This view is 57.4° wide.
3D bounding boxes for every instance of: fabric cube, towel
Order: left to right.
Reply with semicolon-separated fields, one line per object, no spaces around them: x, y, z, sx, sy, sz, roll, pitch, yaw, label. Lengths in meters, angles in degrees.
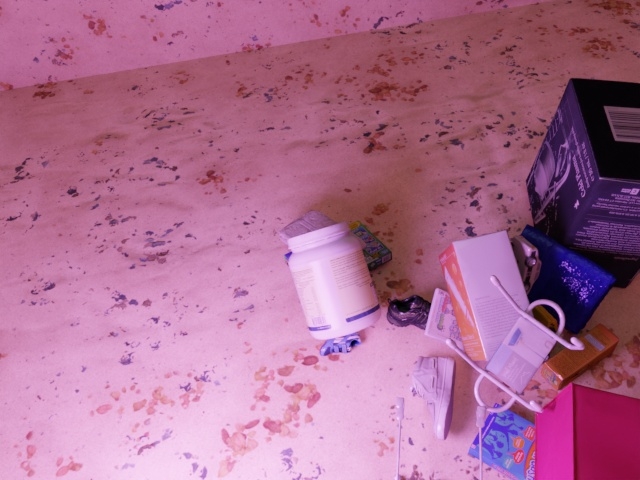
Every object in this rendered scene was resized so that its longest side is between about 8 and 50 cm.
0.000;0.000;2.062;0.187;0.049;0.282;-34;50;-25;towel
0.700;0.121;1.783;0.308;0.227;0.076;35;29;27;towel
0.689;0.531;1.419;0.258;0.259;0.254;11;58;4;fabric cube

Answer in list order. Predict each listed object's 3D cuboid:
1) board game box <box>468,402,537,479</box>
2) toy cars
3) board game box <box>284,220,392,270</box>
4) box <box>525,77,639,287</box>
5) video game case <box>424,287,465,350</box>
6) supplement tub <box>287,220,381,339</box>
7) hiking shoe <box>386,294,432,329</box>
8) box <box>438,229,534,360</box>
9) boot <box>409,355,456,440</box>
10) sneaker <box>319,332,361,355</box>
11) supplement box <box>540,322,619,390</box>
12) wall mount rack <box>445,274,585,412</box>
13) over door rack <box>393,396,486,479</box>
0.534;0.564;1.585;0.210;0.047;0.160;27;58;25;board game box
0.639;0.174;1.736;0.087;0.176;0.393;-12;84;-16;toy cars
0.061;0.060;2.056;0.317;0.046;0.213;-26;46;-19;board game box
0.899;-0.183;1.879;0.298;0.471;0.479;5;50;3;box
0.407;0.246;1.827;0.143;0.019;0.157;23;67;-11;video game case
0.037;0.121;1.820;0.236;0.235;0.324;-17;91;-7;supplement tub
0.323;0.227;1.858;0.227;0.114;0.086;0;50;7;hiking shoe
0.493;0.170;1.731;0.168;0.215;0.345;-13;77;-3;box
0.320;0.452;1.697;0.123;0.095;0.258;0;44;20;boot
0.065;0.331;1.847;0.144;0.053;0.059;-27;53;-13;sneaker
0.765;0.343;1.724;0.233;0.078;0.080;-30;52;-18;supplement box
0.500;0.271;1.533;0.304;0.130;0.350;36;81;6;wall mount rack
0.312;0.591;1.535;0.240;0.108;0.324;2;71;10;over door rack
